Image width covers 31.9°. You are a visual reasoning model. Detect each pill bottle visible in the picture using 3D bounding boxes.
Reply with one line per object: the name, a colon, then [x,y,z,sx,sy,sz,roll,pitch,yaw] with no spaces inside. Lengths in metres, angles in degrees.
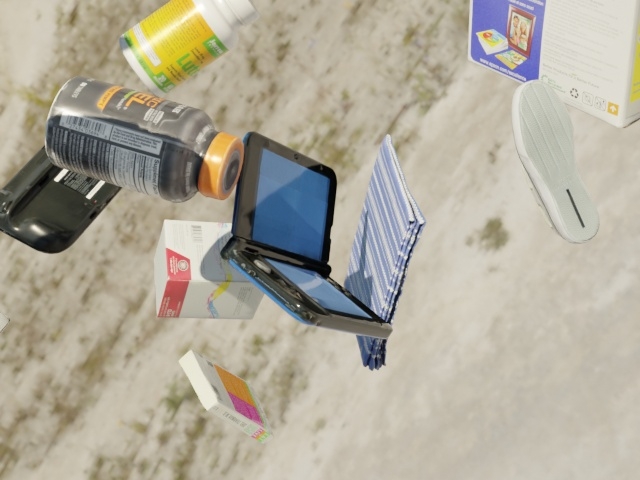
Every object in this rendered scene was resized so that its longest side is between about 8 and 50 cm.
pill bottle: [-0.240,-0.390,2.086,0.245,0.136,0.136,-33,20,7]
pill bottle: [-0.228,-0.127,1.486,0.130,0.245,0.130,17,-90,-79]

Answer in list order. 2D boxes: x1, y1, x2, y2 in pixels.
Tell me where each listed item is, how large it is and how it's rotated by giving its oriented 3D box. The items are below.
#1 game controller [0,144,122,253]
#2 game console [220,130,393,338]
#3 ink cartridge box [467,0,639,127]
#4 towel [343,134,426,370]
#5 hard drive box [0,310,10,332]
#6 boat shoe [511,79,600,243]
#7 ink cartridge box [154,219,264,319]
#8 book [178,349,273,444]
game controller: [-0.457,-0.110,2.047,0.319,0.166,0.067,-56,-3,-36]
game console: [0.000,0.000,1.643,0.173,0.250,0.293,-57,-28,9]
ink cartridge box: [0.341,-0.353,1.600,0.072,0.307,0.303,-26,42,-30]
towel: [0.104,0.026,1.891,0.243,0.040,0.336,-105,23,-50]
hard drive box: [-0.552,0.072,1.546,0.089,0.232,0.181,-53,13,-16]
boat shoe: [0.296,-0.100,1.482,0.083,0.226,0.076,-20,7,-16]
ink cartridge box: [-0.191,0.053,1.941,0.127,0.176,0.128,113,154,-50]
book: [-0.123,0.212,1.504,0.035,0.144,0.096,-40,49,5]
